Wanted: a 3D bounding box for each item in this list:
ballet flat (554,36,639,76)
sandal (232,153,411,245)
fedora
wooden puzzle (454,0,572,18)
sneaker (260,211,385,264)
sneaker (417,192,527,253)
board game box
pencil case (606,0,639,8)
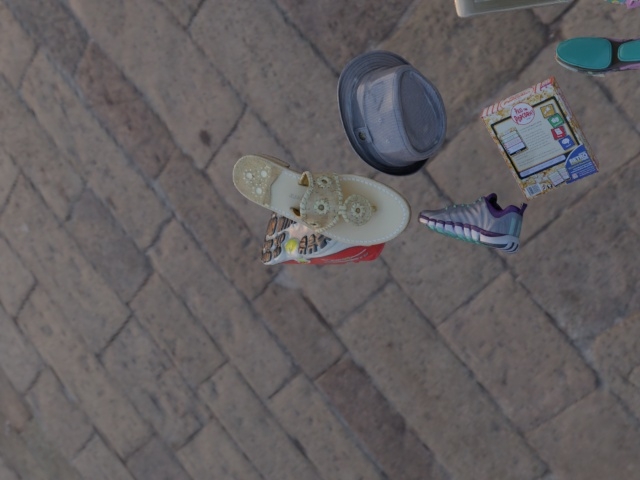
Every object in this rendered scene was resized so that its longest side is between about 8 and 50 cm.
[{"bbox_3d":[0.554,-0.340,1.806,0.222,0.079,0.076,1,75,27],"label":"ballet flat"},{"bbox_3d":[-0.016,-0.046,1.169,0.240,0.079,0.088,19,109,23],"label":"sandal"},{"bbox_3d":[0.170,-0.269,2.005,0.124,0.244,0.275,-3,103,58],"label":"fedora"},{"bbox_3d":[0.369,-0.557,1.889,0.044,0.239,0.220,73,-172,-81],"label":"wooden puzzle"},{"bbox_3d":[0.000,0.000,1.366,0.279,0.118,0.107,8,81,66],"label":"sneaker"},{"bbox_3d":[0.285,-0.046,1.797,0.224,0.083,0.098,18,89,42],"label":"sneaker"},{"bbox_3d":[0.409,-0.187,1.798,0.147,0.045,0.193,-23,110,26],"label":"board game box"},{"bbox_3d":[0.436,-0.429,1.360,0.124,0.284,0.124,-3,80,17],"label":"pencil case"}]
